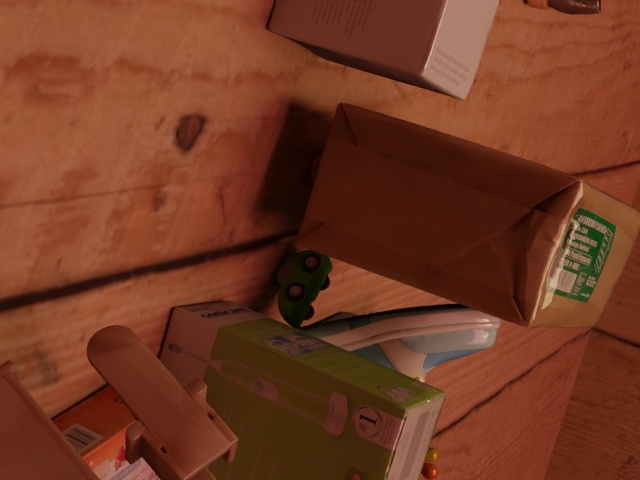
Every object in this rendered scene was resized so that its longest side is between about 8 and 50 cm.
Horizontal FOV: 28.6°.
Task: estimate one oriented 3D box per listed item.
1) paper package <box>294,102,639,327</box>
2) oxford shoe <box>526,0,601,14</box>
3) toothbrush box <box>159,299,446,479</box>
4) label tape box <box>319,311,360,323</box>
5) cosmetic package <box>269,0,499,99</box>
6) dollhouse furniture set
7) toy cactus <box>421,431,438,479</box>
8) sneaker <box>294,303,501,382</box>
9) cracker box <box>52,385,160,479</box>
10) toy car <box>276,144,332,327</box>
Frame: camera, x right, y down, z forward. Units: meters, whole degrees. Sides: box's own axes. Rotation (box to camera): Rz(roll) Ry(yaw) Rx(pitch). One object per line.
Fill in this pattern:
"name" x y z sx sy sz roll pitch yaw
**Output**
"paper package" 0.179 -0.020 1.447 0.325 0.310 0.168 12 97 -65
"oxford shoe" 0.451 -0.518 1.981 0.363 0.133 0.130 -68 156 -4
"toothbrush box" -0.039 0.209 1.329 0.122 0.283 0.206 -6 114 -65
"label tape box" 0.023 0.233 1.706 0.334 0.106 0.240 -19 126 -62
"cosmetic package" 0.074 -0.253 1.322 0.151 0.184 0.151 9 101 -66
"dollhouse furniture set" -0.249 0.265 1.122 0.303 0.174 0.355 -34 159 -25
"toy cactus" 0.098 0.315 1.699 0.219 0.112 0.180 -43 157 -62
"sneaker" 0.065 0.189 1.450 0.127 0.319 0.208 3 75 -81
"cracker box" -0.227 0.272 1.247 0.156 0.067 0.232 -32 137 -53
"toy car" 0.000 0.000 1.534 0.225 0.053 0.239 -60 154 -19
